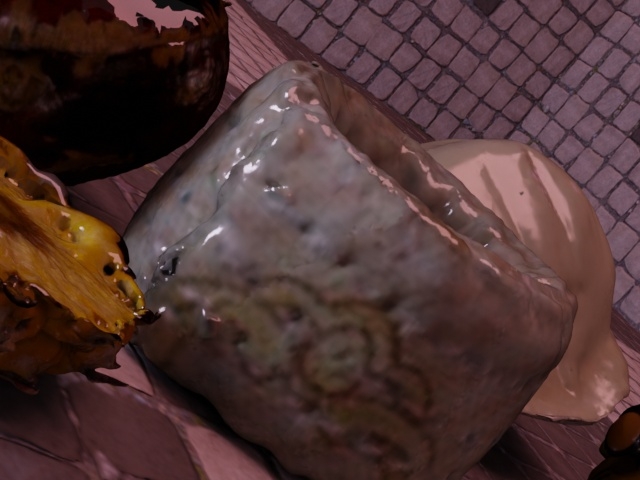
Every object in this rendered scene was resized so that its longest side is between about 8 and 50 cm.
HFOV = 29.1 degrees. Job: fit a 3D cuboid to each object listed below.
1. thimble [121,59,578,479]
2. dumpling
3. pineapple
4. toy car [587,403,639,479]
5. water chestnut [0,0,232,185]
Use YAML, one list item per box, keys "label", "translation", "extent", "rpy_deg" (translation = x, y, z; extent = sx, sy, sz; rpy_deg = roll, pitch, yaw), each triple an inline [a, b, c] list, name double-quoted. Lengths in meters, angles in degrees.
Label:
- label: "thimble"
  translation: [0.015, 0.024, 0.836]
  extent: [0.291, 0.195, 0.291]
  rpy_deg: [39, 10, -8]
- label: "dumpling"
  translation: [0.153, 0.044, 1.147]
  extent: [0.395, 0.233, 0.315]
  rpy_deg: [10, 32, -41]
- label: "pineapple"
  translation: [-0.176, 0.001, 0.611]
  extent: [0.225, 0.076, 0.225]
  rpy_deg: [40, 9, -8]
- label: "toy car"
  translation: [0.337, 0.260, 1.096]
  extent: [0.200, 0.142, 0.248]
  rpy_deg: [37, -8, -18]
- label: "water chestnut"
  translation: [-0.173, -0.149, 0.822]
  extent: [0.223, 0.238, 0.224]
  rpy_deg: [16, 27, -8]
